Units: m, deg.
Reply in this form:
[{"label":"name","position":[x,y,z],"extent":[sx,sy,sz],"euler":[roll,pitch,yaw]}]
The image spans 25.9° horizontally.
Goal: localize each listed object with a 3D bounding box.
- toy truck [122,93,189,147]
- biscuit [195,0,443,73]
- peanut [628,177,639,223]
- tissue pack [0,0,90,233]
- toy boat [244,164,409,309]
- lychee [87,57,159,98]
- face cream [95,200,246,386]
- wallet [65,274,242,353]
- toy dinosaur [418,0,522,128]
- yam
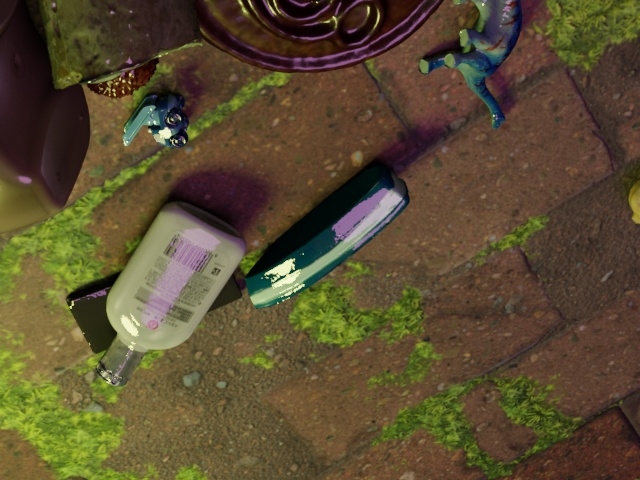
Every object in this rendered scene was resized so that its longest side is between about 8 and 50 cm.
[{"label":"toy truck","position":[-0.225,-0.158,1.879],"extent":[0.090,0.056,0.073],"euler":[-7,126,4]},{"label":"biscuit","position":[-0.002,-0.375,1.725],"extent":[0.408,0.091,0.407],"euler":[-8,136,-8]},{"label":"peanut","position":[0.599,-0.053,2.206],"extent":[0.263,0.101,0.117],"euler":[2,152,-23]},{"label":"tissue pack","position":[-0.455,-0.196,1.622],"extent":[0.277,0.267,0.387],"euler":[-8,131,11]},{"label":"toy boat","position":[0.000,0.000,2.054],"extent":[0.299,0.096,0.062],"euler":[-39,119,17]},{"label":"lychee","position":[-0.261,-0.240,1.753],"extent":[0.123,0.123,0.129],"euler":[8,122,-24]},{"label":"face cream","position":[-0.232,0.086,2.020],"extent":[0.144,0.071,0.291],"euler":[26,107,-20]},{"label":"wallet","position":[-0.246,0.089,2.085],"extent":[0.244,0.025,0.124],"euler":[-21,131,-1]},{"label":"toy dinosaur","position":[0.223,-0.277,1.916],"extent":[0.144,0.076,0.329],"euler":[-9,133,-21]},{"label":"yam","position":[-0.242,-0.333,1.584],"extent":[0.195,0.195,0.300],"euler":[-11,100,-9]}]
